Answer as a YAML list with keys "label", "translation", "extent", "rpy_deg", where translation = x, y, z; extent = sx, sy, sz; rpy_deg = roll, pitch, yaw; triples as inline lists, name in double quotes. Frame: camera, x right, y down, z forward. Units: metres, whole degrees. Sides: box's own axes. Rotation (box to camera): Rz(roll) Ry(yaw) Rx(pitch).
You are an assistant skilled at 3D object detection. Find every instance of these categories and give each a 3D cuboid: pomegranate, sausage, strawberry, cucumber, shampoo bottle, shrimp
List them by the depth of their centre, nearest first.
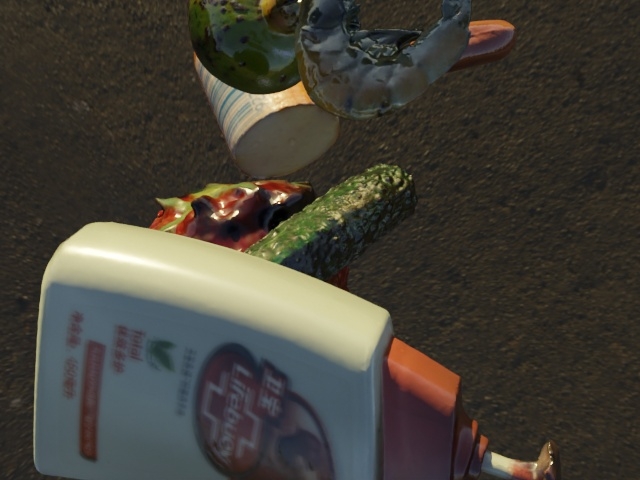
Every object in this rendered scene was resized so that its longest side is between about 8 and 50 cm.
- label: "shampoo bottle"
  translation: [-0.008, 0.091, 0.423]
  extent: [0.284, 0.071, 0.153]
  rpy_deg: [15, 114, 12]
- label: "shrimp"
  translation: [0.052, -0.200, 0.688]
  extent: [0.150, 0.051, 0.217]
  rpy_deg: [-7, 69, 17]
- label: "cucumber"
  translation: [0.000, 0.000, 0.725]
  extent: [0.067, 0.067, 0.293]
  rpy_deg: [55, 38, 0]
- label: "strawberry"
  translation: [-0.099, 0.076, 1.021]
  extent: [0.292, 0.292, 0.310]
  rpy_deg: [1, 97, -8]
- label: "pomegranate"
  translation: [-0.081, -0.311, 1.180]
  extent: [0.202, 0.248, 0.202]
  rpy_deg: [5, 81, -32]
- label: "sausage"
  translation: [0.219, -0.302, 1.292]
  extent: [0.194, 0.077, 0.077]
  rpy_deg: [-17, 86, -22]
- label: "sausage"
  translation: [-0.116, -0.298, 1.698]
  extent: [0.233, 0.233, 0.287]
  rpy_deg: [-21, 60, -9]
